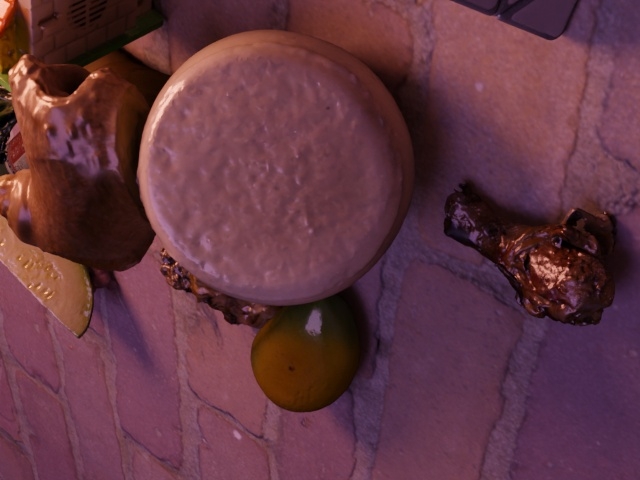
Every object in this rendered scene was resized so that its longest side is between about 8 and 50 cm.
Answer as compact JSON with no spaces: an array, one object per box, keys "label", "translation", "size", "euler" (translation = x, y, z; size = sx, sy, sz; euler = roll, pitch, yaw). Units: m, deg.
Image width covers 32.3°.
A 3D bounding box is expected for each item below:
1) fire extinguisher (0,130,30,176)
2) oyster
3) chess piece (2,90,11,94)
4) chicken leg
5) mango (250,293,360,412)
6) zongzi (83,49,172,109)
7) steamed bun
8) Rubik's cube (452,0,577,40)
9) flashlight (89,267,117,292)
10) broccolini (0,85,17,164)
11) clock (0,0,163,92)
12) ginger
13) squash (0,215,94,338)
[{"label":"fire extinguisher","translation":[-0.415,-0.124,1.618],"size":[0.294,0.093,0.118],"euler":[-24,67,53]},{"label":"oyster","translation":[-0.137,0.032,1.474],"size":[0.223,0.083,0.214],"euler":[49,147,-9]},{"label":"chess piece","translation":[-0.386,-0.349,1.342],"size":[0.182,0.182,0.330],"euler":[39,136,16]},{"label":"chicken leg","translation":[0.209,0.016,1.095],"size":[0.196,0.080,0.125],"euler":[18,123,47]},{"label":"mango","translation":[-0.014,0.147,1.430],"size":[0.137,0.091,0.237],"euler":[43,144,0]},{"label":"zongzi","translation":[-0.200,-0.193,1.347],"size":[0.260,0.123,0.289],"euler":[-17,77,33]},{"label":"steamed bun","translation":[-0.043,-0.078,1.149],"size":[0.283,0.177,0.282],"euler":[1,102,4]},{"label":"Rubik's cube","translation":[0.124,-0.294,0.845],"size":[0.228,0.233,0.228],"euler":[-127,47,-83]},{"label":"flashlight","translation":[-0.356,0.033,1.748],"size":[0.031,0.052,0.110],"euler":[-111,13,-60]},{"label":"broccolini","translation":[-0.341,-0.117,1.327],"size":[0.272,0.062,0.123],"euler":[24,135,19]},{"label":"clock","translation":[-0.275,-0.318,1.191],"size":[0.106,0.220,0.255],"euler":[38,142,20]},{"label":"ginger","translation":[-0.268,-0.075,1.205],"size":[0.221,0.130,0.275],"euler":[-5,123,27]},{"label":"squash","translation":[-0.464,-0.002,1.725],"size":[0.288,0.111,0.203],"euler":[48,-178,29]}]
